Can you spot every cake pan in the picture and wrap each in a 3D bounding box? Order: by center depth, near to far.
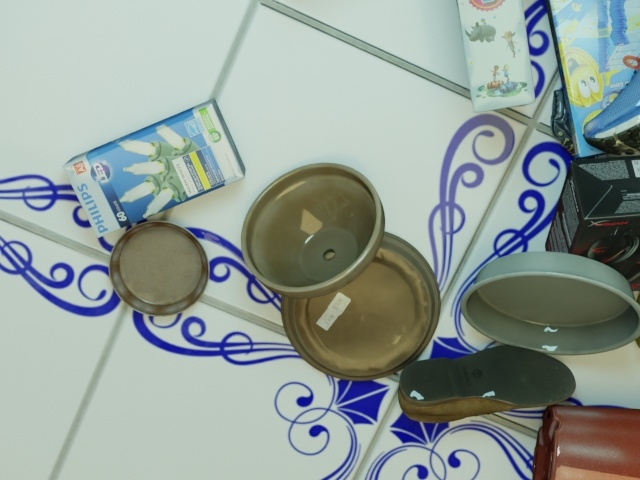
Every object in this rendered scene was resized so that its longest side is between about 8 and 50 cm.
[{"bbox_3d":[0.377,0.103,1.620,0.293,0.293,0.054,17,61,-6],"label":"cake pan"}]

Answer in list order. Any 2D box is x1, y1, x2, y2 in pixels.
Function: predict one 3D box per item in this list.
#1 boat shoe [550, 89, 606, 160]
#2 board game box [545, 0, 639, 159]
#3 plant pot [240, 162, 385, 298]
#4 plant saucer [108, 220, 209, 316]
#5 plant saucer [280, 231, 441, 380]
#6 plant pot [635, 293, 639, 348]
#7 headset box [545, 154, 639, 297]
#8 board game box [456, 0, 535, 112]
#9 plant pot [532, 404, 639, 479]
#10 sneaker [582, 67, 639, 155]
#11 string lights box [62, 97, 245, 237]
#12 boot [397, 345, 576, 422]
[{"bbox_3d":[0.422,-0.162,1.641,0.083,0.065,0.183,-2,97,3],"label":"boat shoe"},{"bbox_3d":[0.520,-0.302,1.532,0.308,0.086,0.301,-11,90,11],"label":"board game box"},{"bbox_3d":[0.000,0.000,1.612,0.237,0.237,0.109,-28,144,5],"label":"plant pot"},{"bbox_3d":[-0.271,0.046,1.680,0.169,0.029,0.168,-1,103,-2],"label":"plant saucer"},{"bbox_3d":[0.070,0.117,1.707,0.278,0.041,0.277,0,105,-2],"label":"plant saucer"},{"bbox_3d":[0.581,0.148,1.716,0.081,0.081,0.083,17,115,-6],"label":"plant pot"},{"bbox_3d":[0.489,-0.012,1.587,0.218,0.293,0.110,-4,60,0],"label":"headset box"},{"bbox_3d":[0.250,-0.362,1.494,0.098,0.224,0.303,-10,105,10],"label":"board game box"},{"bbox_3d":[0.509,0.397,1.693,0.265,0.272,0.272,7,104,4],"label":"plant pot"},{"bbox_3d":[0.514,-0.254,1.442,0.330,0.130,0.147,-40,61,17],"label":"sneaker"},{"bbox_3d":[-0.266,-0.118,1.614,0.260,0.076,0.133,-23,105,4],"label":"string lights box"},{"bbox_3d":[0.284,0.258,1.727,0.306,0.112,0.115,-2,143,-3],"label":"boot"}]
